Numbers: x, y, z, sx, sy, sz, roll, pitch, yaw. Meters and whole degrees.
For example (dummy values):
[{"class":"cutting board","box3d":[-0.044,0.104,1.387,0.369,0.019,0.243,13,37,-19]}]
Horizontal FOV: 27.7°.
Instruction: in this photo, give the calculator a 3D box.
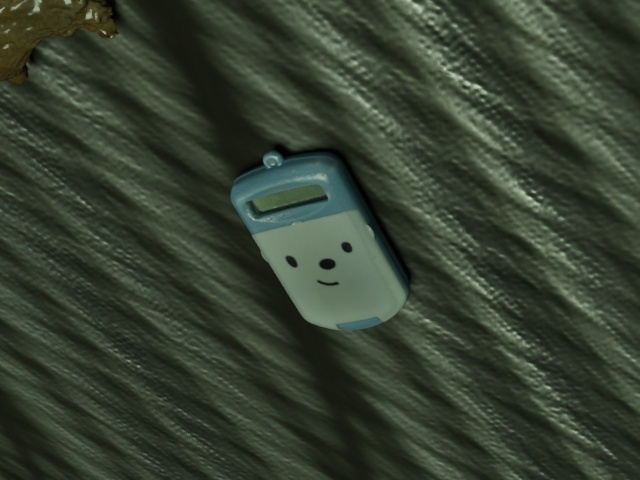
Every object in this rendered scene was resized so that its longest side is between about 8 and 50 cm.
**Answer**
[{"class":"calculator","box3d":[0.000,0.000,1.213,0.121,0.039,0.210,-13,123,27]}]

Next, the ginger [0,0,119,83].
[{"class":"ginger","box3d":[-0.319,-0.183,1.156,0.290,0.084,0.122,-15,145,26]}]
